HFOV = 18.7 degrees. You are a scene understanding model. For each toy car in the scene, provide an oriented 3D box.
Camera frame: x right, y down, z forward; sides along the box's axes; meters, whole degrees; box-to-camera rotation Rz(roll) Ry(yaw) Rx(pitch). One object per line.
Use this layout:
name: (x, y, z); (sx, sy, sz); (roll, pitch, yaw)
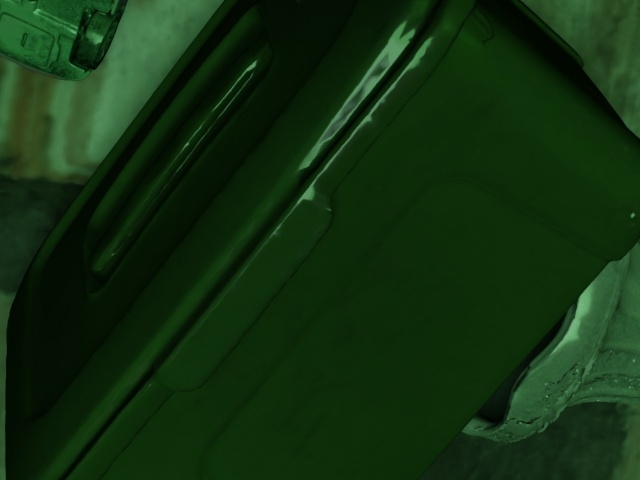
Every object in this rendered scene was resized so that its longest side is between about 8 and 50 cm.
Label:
toy car: (-0.118, -0.182, 0.959); (0.090, 0.076, 0.224); (25, 130, -1)

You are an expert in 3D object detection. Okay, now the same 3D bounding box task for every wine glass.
wine glass: (0.179, 0.053, 1.018); (0.196, 0.165, 0.165); (21, 101, -13)

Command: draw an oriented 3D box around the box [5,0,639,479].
box: (0.000, 0.000, 0.935); (0.178, 0.253, 0.329); (32, 108, -19)
